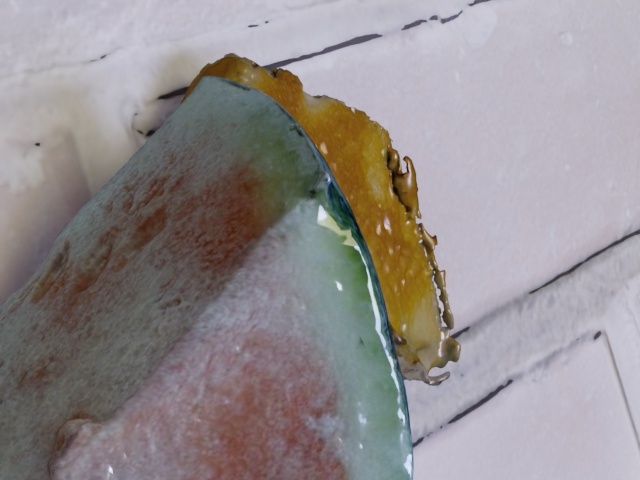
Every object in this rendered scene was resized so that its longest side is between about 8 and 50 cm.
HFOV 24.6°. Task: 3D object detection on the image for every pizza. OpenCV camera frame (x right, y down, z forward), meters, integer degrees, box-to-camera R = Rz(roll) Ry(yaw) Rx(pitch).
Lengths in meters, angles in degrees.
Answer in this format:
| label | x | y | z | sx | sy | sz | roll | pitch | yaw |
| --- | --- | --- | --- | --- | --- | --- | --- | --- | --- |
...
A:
| label | x | y | z | sx | sy | sz | roll | pitch | yaw |
| --- | --- | --- | --- | --- | --- | --- | --- | --- | --- |
| pizza | 0.000 | 0.000 | 0.982 | 0.297 | 0.071 | 0.189 | 29 | 60 | -40 |

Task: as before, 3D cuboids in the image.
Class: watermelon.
| label | x | y | z | sx | sy | sz | roll | pitch | yaw |
| --- | --- | --- | --- | --- | --- | --- | --- | --- | --- |
| watermelon | -0.093 | 0.116 | 0.773 | 0.258 | 0.228 | 0.387 | -2 | 105 | -16 |
